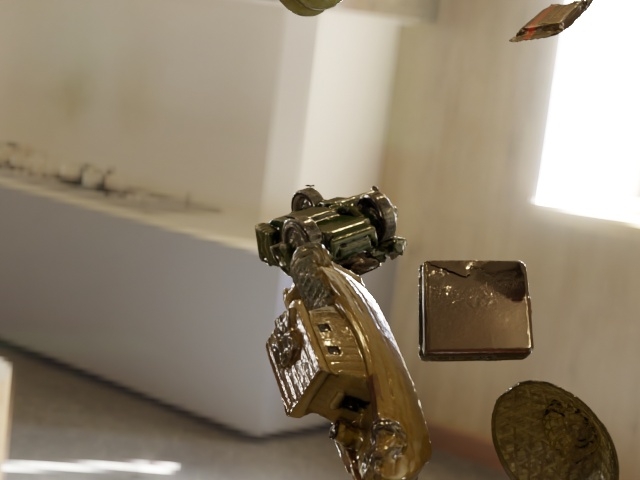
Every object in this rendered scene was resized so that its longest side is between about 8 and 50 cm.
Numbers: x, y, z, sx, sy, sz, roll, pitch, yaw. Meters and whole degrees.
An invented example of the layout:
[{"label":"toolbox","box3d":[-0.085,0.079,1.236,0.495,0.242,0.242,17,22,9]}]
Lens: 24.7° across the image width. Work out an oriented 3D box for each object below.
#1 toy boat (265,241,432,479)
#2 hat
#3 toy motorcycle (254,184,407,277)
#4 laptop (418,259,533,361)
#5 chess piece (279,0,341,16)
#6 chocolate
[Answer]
[{"label":"toy boat","box3d":[0.018,0.124,1.398,0.121,0.089,0.321,17,31,-27]},{"label":"hat","box3d":[0.243,0.190,1.418,0.146,0.146,0.067,14,30,40]},{"label":"toy motorcycle","box3d":[0.000,0.000,2.072,0.205,0.127,0.275,-20,13,-31]},{"label":"laptop","box3d":[0.210,0.095,1.996,0.154,0.026,0.207,-1,35,4]},{"label":"chess piece","box3d":[0.046,-0.474,2.468,0.144,0.144,0.251,-1,-6,-40]},{"label":"chocolate","box3d":[0.347,-0.325,2.162,0.086,0.028,0.182,-5,26,32]}]
